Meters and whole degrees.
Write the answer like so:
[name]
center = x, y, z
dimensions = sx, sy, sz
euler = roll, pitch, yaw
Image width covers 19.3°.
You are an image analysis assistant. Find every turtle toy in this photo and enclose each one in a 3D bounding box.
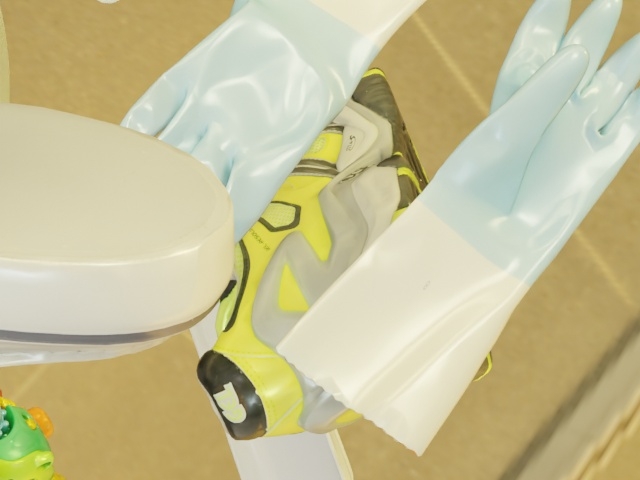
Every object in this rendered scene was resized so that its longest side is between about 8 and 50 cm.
[turtle toy]
center = -0.197, 0.109, 0.997
dimensions = 0.095, 0.130, 0.066
euler = 26, 66, -63

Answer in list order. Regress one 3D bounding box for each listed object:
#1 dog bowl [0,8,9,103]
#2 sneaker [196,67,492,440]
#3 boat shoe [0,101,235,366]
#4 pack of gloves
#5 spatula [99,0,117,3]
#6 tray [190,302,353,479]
[dog bowl]
center = -0.312, -0.093, 1.281
dimensions = 0.265, 0.104, 0.265
euler = 4, 90, -75
[sneaker]
center = 0.000, 0.000, 1.103
dimensions = 0.147, 0.384, 0.145
euler = -24, 101, 7
[boat shoe]
center = -0.148, 0.015, 0.535
dimensions = 0.096, 0.267, 0.088
euler = -59, 148, -60
[pack of gloves]
center = 0.035, -0.055, 0.830
dimensions = 0.195, 0.046, 0.232
euler = 37, 79, -3
[spatula]
center = -0.134, -0.255, 0.989
dimensions = 0.242, 0.168, 0.019
euler = 56, 45, -10
[tray]
center = -0.041, 0.117, 1.529
dimensions = 0.030, 0.270, 0.145
euler = -6, 154, -34
